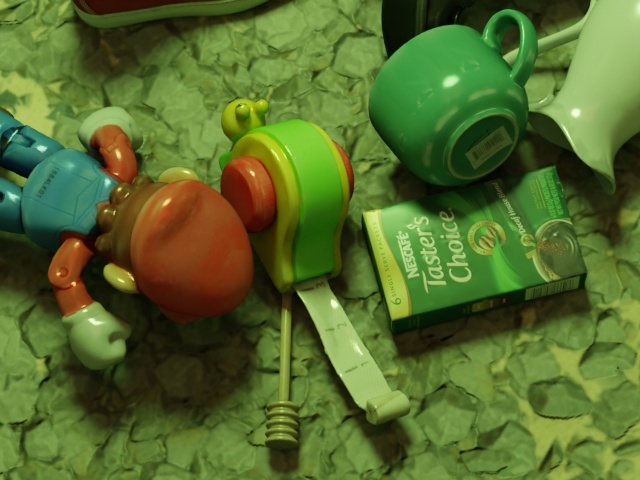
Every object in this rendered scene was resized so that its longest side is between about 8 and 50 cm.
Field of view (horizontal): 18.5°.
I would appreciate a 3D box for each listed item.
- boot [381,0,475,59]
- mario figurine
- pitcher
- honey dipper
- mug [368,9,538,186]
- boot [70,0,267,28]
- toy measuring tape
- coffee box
[{"bbox_3d":[0.183,-0.255,1.819,0.229,0.091,0.263,0,108,-20],"label":"boot"},{"bbox_3d":[-0.200,-0.006,1.772,0.320,0.170,0.198,23,108,22],"label":"mario figurine"},{"bbox_3d":[0.265,-0.170,1.794,0.178,0.125,0.207,37,86,31],"label":"pitcher"},{"bbox_3d":[-0.031,0.106,1.745,0.030,0.030,0.161,1,67,4],"label":"honey dipper"},{"bbox_3d":[0.125,-0.123,1.745,0.129,0.158,0.097,-7,43,-31],"label":"mug"},{"bbox_3d":[-0.124,-0.283,1.822,0.244,0.176,0.088,-14,67,-3],"label":"boot"},{"bbox_3d":[0.000,0.000,1.729,0.121,0.121,0.330,-27,68,-7],"label":"toy measuring tape"},{"bbox_3d":[0.137,0.008,1.765,0.184,0.040,0.113,-13,69,-2],"label":"coffee box"}]
